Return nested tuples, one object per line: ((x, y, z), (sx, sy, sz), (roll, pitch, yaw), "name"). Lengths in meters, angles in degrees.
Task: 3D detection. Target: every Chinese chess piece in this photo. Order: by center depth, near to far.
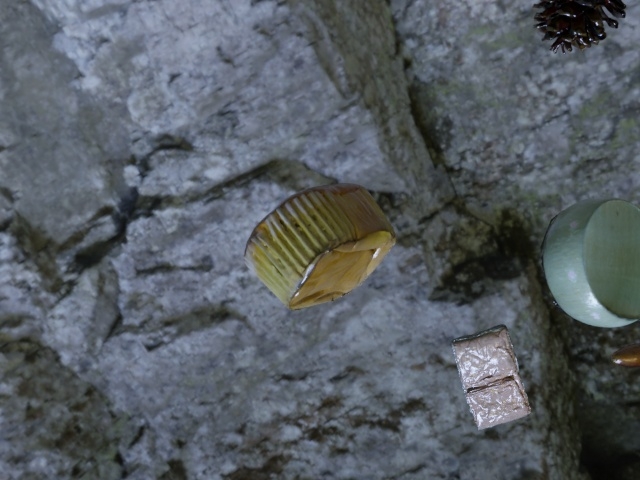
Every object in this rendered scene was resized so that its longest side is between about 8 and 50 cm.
((0.755, 0.057, 1.803), (0.349, 0.349, 0.146), (-40, -167, -27), "Chinese chess piece")

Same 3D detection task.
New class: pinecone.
((0.587, -0.550, 1.476), (0.246, 0.292, 0.246), (19, -162, -7), "pinecone")

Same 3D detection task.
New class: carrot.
((0.580, 0.207, 1.213), (0.139, 0.048, 0.048), (1, -168, -27), "carrot")

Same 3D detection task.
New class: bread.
((0.000, 0.000, 1.190), (0.288, 0.156, 0.204), (-15, 149, -50), "bread")

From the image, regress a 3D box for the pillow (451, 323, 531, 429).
((0.356, 0.289, 1.401), (0.126, 0.233, 0.043), (-17, -159, 10), "pillow")
